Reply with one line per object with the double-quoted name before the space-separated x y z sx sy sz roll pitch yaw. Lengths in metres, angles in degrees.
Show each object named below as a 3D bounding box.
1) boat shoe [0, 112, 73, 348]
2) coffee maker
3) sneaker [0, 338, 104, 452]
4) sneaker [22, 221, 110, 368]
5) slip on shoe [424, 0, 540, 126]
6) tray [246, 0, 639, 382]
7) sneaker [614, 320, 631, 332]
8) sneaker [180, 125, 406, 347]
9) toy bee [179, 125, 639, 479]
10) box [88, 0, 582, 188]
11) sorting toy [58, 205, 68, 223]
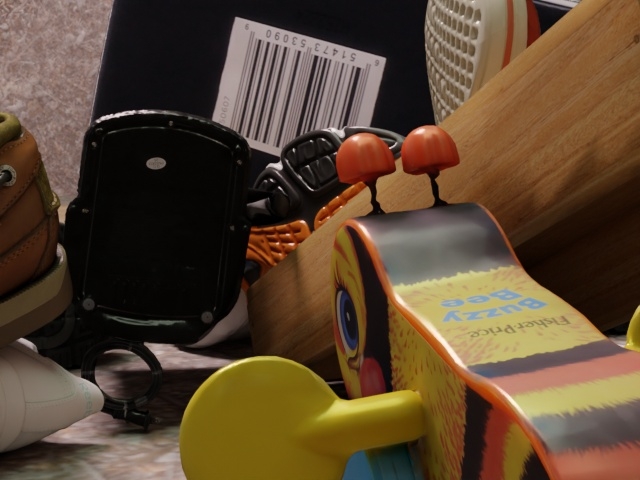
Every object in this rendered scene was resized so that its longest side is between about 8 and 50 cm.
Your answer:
"boat shoe" -0.243 0.029 0.499 0.111 0.104 0.307 12 30 30
"coffee maker" -0.107 0.015 0.725 0.120 0.171 0.178 30 -7 -2
"sneaker" -0.208 0.071 0.649 0.212 0.080 0.094 18 11 39
"sneaker" -0.270 0.040 0.796 0.286 0.109 0.130 -1 -1 -32
"slip on shoe" 0.121 -0.070 0.715 0.101 0.123 0.331 -8 -20 8
"tray" 0.124 -0.007 0.606 0.203 0.076 0.411 -3 -16 -24
"sneaker" 0.256 0.026 1.025 0.314 0.115 0.136 4 -8 -35
"sneaker" 0.000 0.000 0.849 0.121 0.099 0.262 6 -27 -44
"toy bee" 0.036 0.044 0.407 0.195 0.162 0.298 -14 11 -36
"box" 0.086 -0.155 1.285 0.480 0.297 0.472 19 14 23
"sorting toy" -0.206 0.021 1.031 0.257 0.089 0.255 4 7 43
